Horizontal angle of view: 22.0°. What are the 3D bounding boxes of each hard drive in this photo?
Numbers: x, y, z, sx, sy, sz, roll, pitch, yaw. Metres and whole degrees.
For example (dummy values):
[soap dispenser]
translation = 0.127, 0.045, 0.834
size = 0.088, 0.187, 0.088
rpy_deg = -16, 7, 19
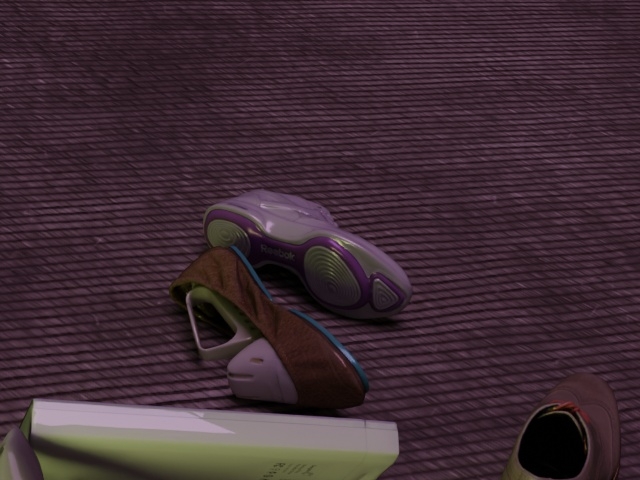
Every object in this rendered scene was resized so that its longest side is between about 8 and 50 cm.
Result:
[hard drive]
translation = -0.127, 0.221, 1.640
size = 0.353, 0.233, 0.047
rpy_deg = 5, 65, -17

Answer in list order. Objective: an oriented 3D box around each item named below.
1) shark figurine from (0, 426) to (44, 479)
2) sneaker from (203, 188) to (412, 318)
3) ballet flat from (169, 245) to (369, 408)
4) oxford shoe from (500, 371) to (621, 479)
[shark figurine]
translation = -0.209, 0.314, 1.461
size = 0.116, 0.278, 0.166
rpy_deg = -17, 28, 27
[sneaker]
translation = 0.000, 0.000, 2.186
size = 0.305, 0.114, 0.152
rpy_deg = 25, 33, 23
[ballet flat]
translation = -0.080, 0.119, 1.977
size = 0.124, 0.116, 0.342
rpy_deg = -28, 43, -20
[oxford shoe]
translation = 0.284, 0.229, 1.864
size = 0.123, 0.130, 0.348
rpy_deg = 17, 30, 11
